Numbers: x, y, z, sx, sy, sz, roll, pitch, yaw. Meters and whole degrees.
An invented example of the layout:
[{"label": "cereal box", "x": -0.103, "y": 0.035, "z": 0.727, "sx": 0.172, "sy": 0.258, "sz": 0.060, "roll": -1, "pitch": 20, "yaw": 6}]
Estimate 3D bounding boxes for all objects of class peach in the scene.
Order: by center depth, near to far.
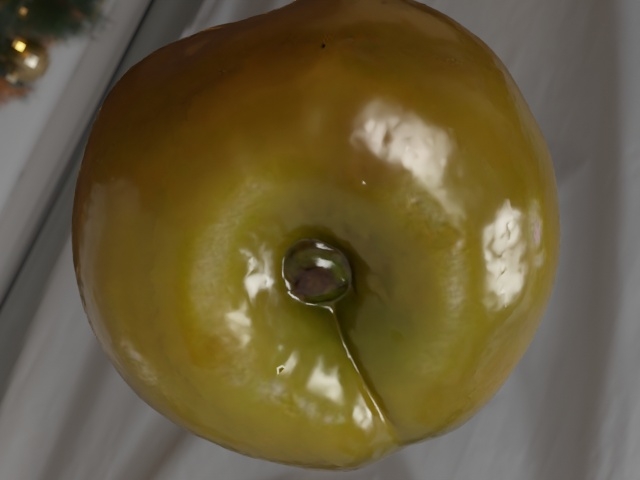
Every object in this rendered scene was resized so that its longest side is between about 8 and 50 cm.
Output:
[{"label": "peach", "x": 0.000, "y": 0.000, "z": 0.739, "sx": 0.251, "sy": 0.251, "sz": 0.153, "roll": 28, "pitch": -153, "yaw": -14}]
